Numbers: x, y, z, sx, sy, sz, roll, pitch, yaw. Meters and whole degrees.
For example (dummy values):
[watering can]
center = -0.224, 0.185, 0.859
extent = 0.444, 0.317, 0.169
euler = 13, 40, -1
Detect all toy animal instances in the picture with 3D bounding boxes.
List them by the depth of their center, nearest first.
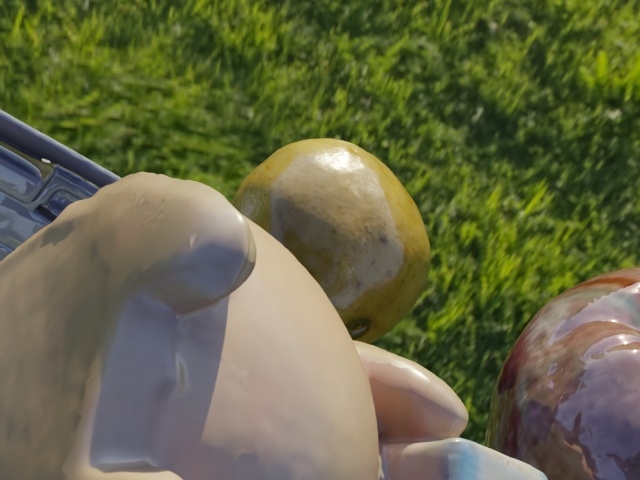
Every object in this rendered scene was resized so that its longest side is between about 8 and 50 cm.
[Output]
[toy animal]
center = -0.030, 0.096, 0.499
extent = 0.256, 0.213, 0.195
euler = 37, 50, -40

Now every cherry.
[cherry]
center = 0.207, 0.131, 0.867
extent = 0.213, 0.285, 0.236
euler = 16, 24, 0

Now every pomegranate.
[pomegranate]
center = 0.000, 0.000, 1.254
extent = 0.196, 0.196, 0.196
euler = 5, 63, -9

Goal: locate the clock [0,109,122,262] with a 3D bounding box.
[clock]
center = -0.195, 0.021, 0.869
extent = 0.253, 0.186, 0.083
euler = 30, 22, -24
